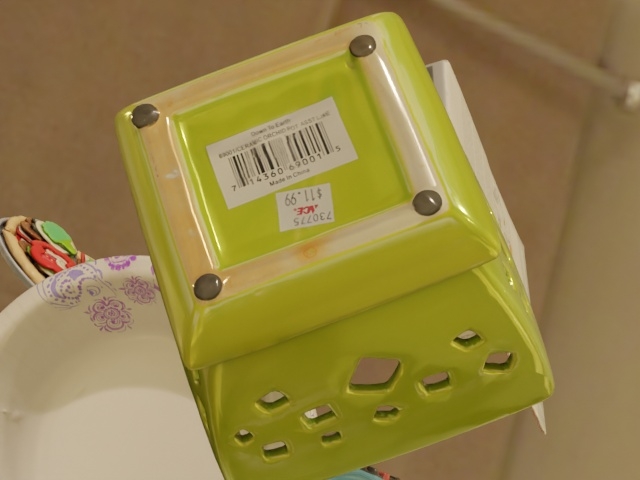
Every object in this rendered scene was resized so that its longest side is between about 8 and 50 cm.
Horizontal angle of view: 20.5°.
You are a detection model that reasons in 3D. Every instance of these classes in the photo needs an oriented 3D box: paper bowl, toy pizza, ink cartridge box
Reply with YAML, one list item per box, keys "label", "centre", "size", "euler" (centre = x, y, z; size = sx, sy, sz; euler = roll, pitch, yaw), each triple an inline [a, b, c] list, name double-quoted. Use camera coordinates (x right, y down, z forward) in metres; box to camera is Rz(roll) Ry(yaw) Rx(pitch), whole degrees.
- label: "paper bowl"
  centre: [-0.141, 0.164, 1.389]
  size: [0.284, 0.284, 0.148]
  euler: [13, -15, 18]
- label: "toy pizza"
  centre: [-0.240, 0.039, 1.772]
  size: [0.201, 0.032, 0.201]
  euler: [40, 10, -9]
- label: "ink cartridge box"
  centre: [0.132, 0.008, 1.588]
  size: [0.060, 0.275, 0.239]
  euler: [-16, -54, 13]

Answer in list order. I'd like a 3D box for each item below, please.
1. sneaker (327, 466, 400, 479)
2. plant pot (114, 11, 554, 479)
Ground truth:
- label: "sneaker"
  centre: [0.064, 0.285, 1.620]
  size: [0.262, 0.125, 0.104]
  euler: [24, -10, -13]
- label: "plant pot"
  centre: [0.000, 0.000, 1.113]
  size: [0.228, 0.227, 0.207]
  euler: [-20, -33, 1]
